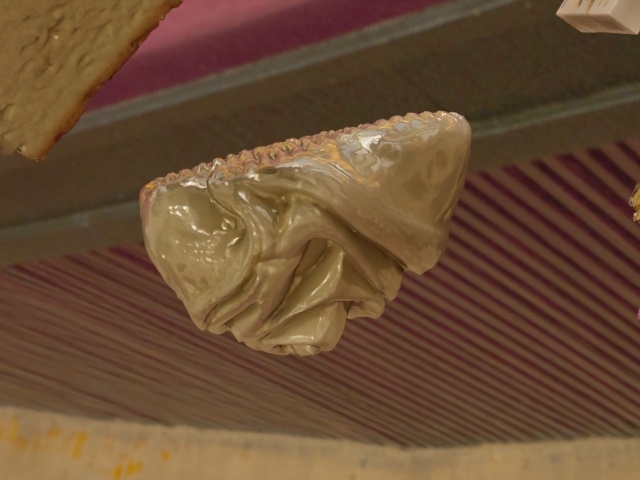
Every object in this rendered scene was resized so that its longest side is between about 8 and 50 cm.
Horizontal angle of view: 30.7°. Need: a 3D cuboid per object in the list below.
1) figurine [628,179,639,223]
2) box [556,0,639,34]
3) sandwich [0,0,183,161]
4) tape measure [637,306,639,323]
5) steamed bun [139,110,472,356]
[{"bbox_3d":[0.452,0.015,1.248,0.143,0.263,0.162,-58,11,23],"label":"figurine"},{"bbox_3d":[0.491,-0.421,1.929,0.149,0.067,0.233,-56,14,4],"label":"box"},{"bbox_3d":[-0.267,-0.205,0.844,0.262,0.325,0.131,-44,62,24],"label":"sandwich"},{"bbox_3d":[0.567,0.040,1.600,0.245,0.149,0.231,-64,15,-20],"label":"tape measure"},{"bbox_3d":[-0.006,0.001,1.212,0.310,0.324,0.219,-5,99,50],"label":"steamed bun"}]
